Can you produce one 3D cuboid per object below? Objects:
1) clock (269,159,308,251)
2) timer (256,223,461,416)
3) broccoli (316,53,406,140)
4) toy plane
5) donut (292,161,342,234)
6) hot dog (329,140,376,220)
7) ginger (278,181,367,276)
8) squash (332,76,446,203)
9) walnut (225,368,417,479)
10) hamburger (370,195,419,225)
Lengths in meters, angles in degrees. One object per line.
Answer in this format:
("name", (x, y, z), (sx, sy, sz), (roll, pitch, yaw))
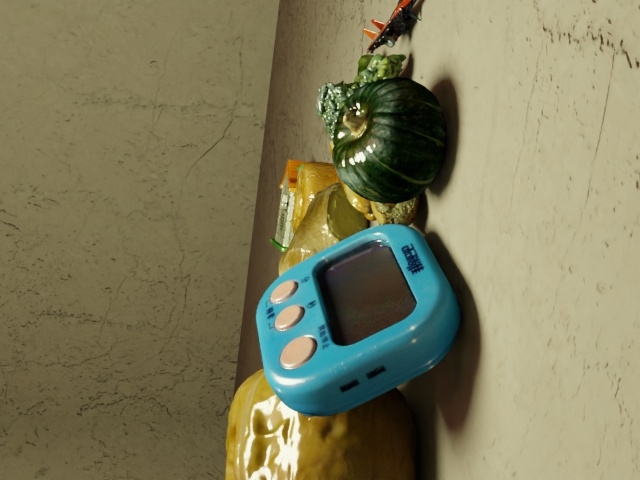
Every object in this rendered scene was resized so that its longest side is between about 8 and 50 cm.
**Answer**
("clock", (-0.059, -0.098, 2.476), (0.220, 0.106, 0.255), (-147, 65, -76))
("timer", (0.055, 0.120, 1.361), (0.115, 0.309, 0.340), (59, -174, -28))
("broccoli", (0.091, -0.305, 1.678), (0.198, 0.177, 0.275), (110, 176, -56))
("toy plane", (0.145, -0.408, 1.601), (0.130, 0.061, 0.189), (-49, 13, -28))
("donut", (-0.001, -0.087, 2.127), (0.226, 0.113, 0.227), (-176, 90, -80))
("hot dog", (0.084, -0.133, 1.734), (0.072, 0.109, 0.269), (-41, 39, 19))
("ginger", (0.000, 0.000, 1.874), (0.221, 0.130, 0.276), (-44, 16, 36))
("squash", (0.111, -0.166, 1.424), (0.218, 0.172, 0.218), (-179, 90, -77))
("walnut", (-0.008, 0.381, 1.469), (0.354, 0.308, 0.398), (-50, 35, 45))
("hamburger", (0.133, -0.071, 1.543), (0.176, 0.087, 0.102), (-103, 2, -45))
